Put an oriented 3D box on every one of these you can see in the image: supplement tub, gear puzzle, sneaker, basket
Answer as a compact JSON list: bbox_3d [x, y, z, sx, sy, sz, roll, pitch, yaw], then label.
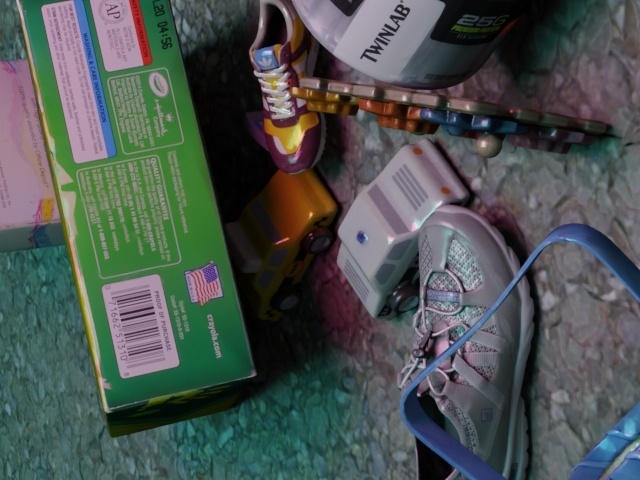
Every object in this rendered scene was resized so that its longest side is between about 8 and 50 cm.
[{"bbox_3d":[0.124,-0.300,1.161,0.338,0.207,0.207,-54,53,44],"label":"supplement tub"},{"bbox_3d":[0.076,-0.110,1.284,0.339,0.176,0.044,16,99,52],"label":"gear puzzle"},{"bbox_3d":[0.124,0.109,1.299,0.105,0.115,0.281,-3,96,49],"label":"sneaker"},{"bbox_3d":[0.220,0.154,1.081,0.289,0.201,0.254,41,134,3],"label":"basket"},{"bbox_3d":[-0.041,-0.160,1.482,0.070,0.084,0.185,-12,73,26],"label":"sneaker"}]

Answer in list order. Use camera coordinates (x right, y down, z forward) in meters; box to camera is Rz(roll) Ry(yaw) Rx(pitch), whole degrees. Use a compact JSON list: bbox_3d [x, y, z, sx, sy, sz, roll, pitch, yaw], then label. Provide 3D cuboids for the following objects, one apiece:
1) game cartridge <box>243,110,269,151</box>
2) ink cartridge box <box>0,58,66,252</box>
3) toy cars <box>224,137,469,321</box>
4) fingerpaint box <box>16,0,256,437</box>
[{"bbox_3d":[-0.046,-0.117,1.556,0.083,0.056,0.017,45,137,40],"label":"game cartridge"},{"bbox_3d":[-0.391,-0.105,1.822,0.131,0.306,0.226,-33,69,52],"label":"ink cartridge box"},{"bbox_3d":[0.000,0.000,1.484,0.394,0.087,0.176,-5,92,54],"label":"toy cars"},{"bbox_3d":[-0.204,-0.026,1.590,0.371,0.163,0.444,122,136,-76],"label":"fingerpaint box"}]
